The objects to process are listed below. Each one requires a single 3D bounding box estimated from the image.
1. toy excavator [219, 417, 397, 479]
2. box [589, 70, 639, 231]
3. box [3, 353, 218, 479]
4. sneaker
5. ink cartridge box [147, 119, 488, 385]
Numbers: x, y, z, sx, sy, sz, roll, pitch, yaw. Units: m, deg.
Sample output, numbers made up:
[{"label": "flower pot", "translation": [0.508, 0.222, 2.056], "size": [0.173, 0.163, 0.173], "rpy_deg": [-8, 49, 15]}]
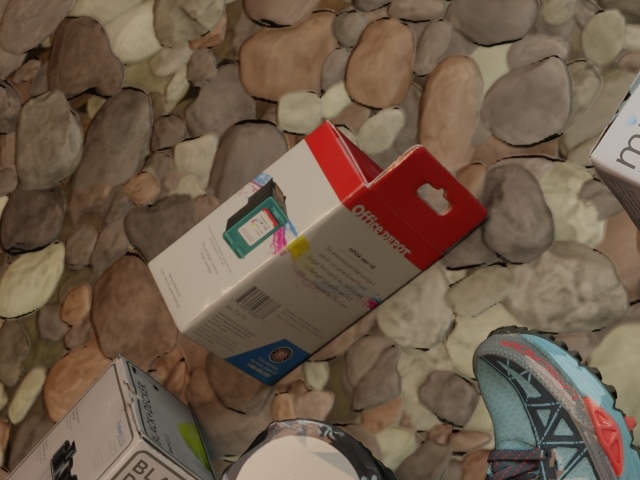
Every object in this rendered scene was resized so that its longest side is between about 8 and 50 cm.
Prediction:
[{"label": "toy excavator", "translation": [-0.016, 0.398, 0.965], "size": [0.433, 0.222, 0.445], "rpy_deg": [-37, 75, -3]}, {"label": "box", "translation": [0.318, 0.004, 0.905], "size": [0.231, 0.262, 0.127], "rpy_deg": [32, 86, 39]}, {"label": "box", "translation": [-0.212, 0.245, 1.190], "size": [0.290, 0.087, 0.169], "rpy_deg": [-48, 22, 3]}, {"label": "sneaker", "translation": [0.139, 0.178, 0.915], "size": [0.125, 0.104, 0.262], "rpy_deg": [-18, 76, -19]}, {"label": "ink cartridge box", "translation": [0.000, 0.000, 1.187], "size": [0.231, 0.134, 0.078], "rpy_deg": [-38, 53, 11]}]
